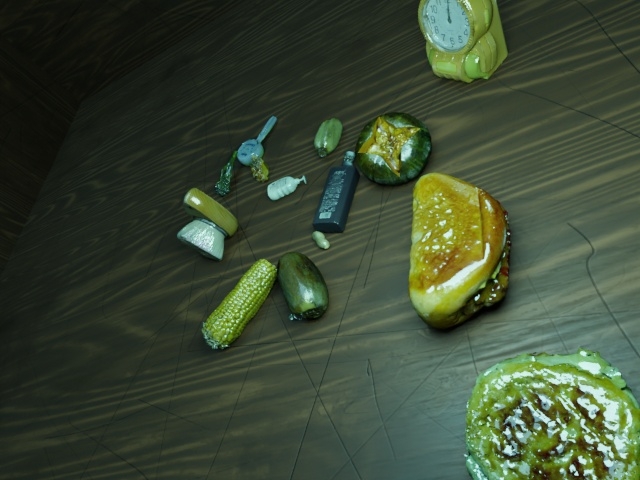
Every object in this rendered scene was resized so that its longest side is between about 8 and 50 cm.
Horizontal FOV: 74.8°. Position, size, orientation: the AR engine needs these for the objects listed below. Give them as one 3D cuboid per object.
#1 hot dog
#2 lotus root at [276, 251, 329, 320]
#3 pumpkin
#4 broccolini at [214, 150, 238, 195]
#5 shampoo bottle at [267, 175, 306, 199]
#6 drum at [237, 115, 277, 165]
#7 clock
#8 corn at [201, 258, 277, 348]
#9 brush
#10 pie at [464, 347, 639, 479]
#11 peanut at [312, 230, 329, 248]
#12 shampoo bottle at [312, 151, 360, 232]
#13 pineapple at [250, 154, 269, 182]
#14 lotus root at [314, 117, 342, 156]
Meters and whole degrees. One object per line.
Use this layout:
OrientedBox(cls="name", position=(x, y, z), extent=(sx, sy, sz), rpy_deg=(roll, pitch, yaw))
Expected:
OrientedBox(cls="hot dog", position=(0.341, 0.008, 1.011), extent=(0.223, 0.185, 0.404), rpy_deg=(-10, 54, 29))
OrientedBox(cls="lotus root", position=(-0.054, 0.124, 1.221), extent=(0.123, 0.124, 0.241), rpy_deg=(-44, 47, 20))
OrientedBox(cls="pumpkin", position=(0.227, -0.283, 1.306), extent=(0.238, 0.159, 0.237), rpy_deg=(-5, 75, 19))
OrientedBox(cls="broccolini", position=(-0.394, -0.282, 1.741), extent=(0.068, 0.091, 0.202), rpy_deg=(11, 74, -10))
OrientedBox(cls="shampoo bottle", position=(-0.121, -0.205, 1.551), extent=(0.152, 0.045, 0.077), rpy_deg=(-23, 48, 20))
OrientedBox(cls="drum", position=(-0.253, -0.423, 1.785), extent=(0.253, 0.049, 0.130), rpy_deg=(-48, 47, -5))
OrientedBox(cls="clock", position=(0.450, -0.691, 1.351), extent=(0.200, 0.317, 0.244), rpy_deg=(-46, 46, -13))
OrientedBox(cls="corn", position=(-0.245, 0.199, 1.305), extent=(0.115, 0.115, 0.317), rpy_deg=(28, 74, 42))
OrientedBox(cls="brush", position=(-0.422, -0.058, 1.490), extent=(0.175, 0.266, 0.166), rpy_deg=(17, 68, 29))
OrientedBox(cls="pie", position=(0.424, 0.359, 0.771), extent=(0.289, 0.103, 0.354), rpy_deg=(1, 62, 40))
OrientedBox(cls="peanut", position=(0.000, 0.000, 1.338), extent=(0.037, 0.037, 0.083), rpy_deg=(-39, 53, 3))
OrientedBox(cls="shampoo bottle", position=(0.063, -0.171, 1.392), extent=(0.098, 0.071, 0.309), rpy_deg=(-1, 59, 33))
OrientedBox(cls="pineapple", position=(-0.241, -0.296, 1.662), extent=(0.077, 0.114, 0.114), rpy_deg=(-30, 49, -14))
OrientedBox(cls="lotus root", position=(0.027, -0.377, 1.556), extent=(0.091, 0.077, 0.182), rpy_deg=(-8, 52, 37))
